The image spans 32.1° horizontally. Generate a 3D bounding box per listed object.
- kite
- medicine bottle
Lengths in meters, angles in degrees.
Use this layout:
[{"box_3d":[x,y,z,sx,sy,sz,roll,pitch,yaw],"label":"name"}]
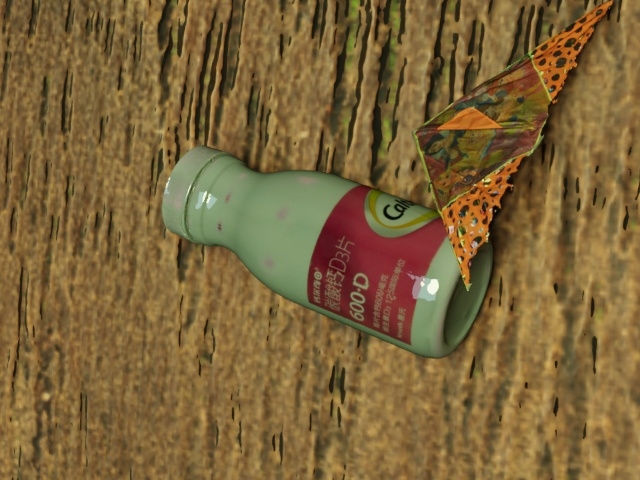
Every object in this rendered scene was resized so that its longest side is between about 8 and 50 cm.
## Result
[{"box_3d":[0.099,-0.069,0.704,0.125,0.008,0.222,5,60,54],"label":"kite"},{"box_3d":[0.000,0.000,0.736,0.216,0.090,0.090,21,101,24],"label":"medicine bottle"}]
